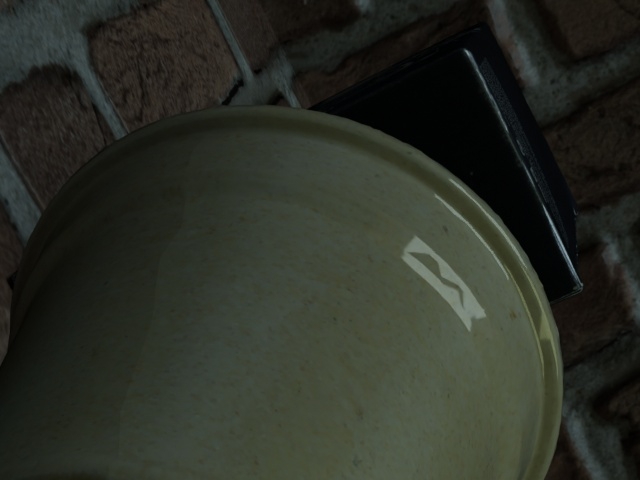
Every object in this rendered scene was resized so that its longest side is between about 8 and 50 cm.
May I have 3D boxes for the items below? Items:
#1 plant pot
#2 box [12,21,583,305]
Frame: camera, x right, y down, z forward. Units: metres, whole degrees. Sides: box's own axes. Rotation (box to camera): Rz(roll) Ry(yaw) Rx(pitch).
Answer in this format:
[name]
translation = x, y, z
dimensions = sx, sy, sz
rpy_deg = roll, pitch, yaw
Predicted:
[plant pot]
translation = -0.056, 0.137, 0.905
dimensions = 0.334, 0.334, 0.305
rpy_deg = 62, 22, -16
[box]
translation = 0.000, 0.000, 1.283
dimensions = 0.179, 0.343, 0.312
rpy_deg = 63, 11, -5
